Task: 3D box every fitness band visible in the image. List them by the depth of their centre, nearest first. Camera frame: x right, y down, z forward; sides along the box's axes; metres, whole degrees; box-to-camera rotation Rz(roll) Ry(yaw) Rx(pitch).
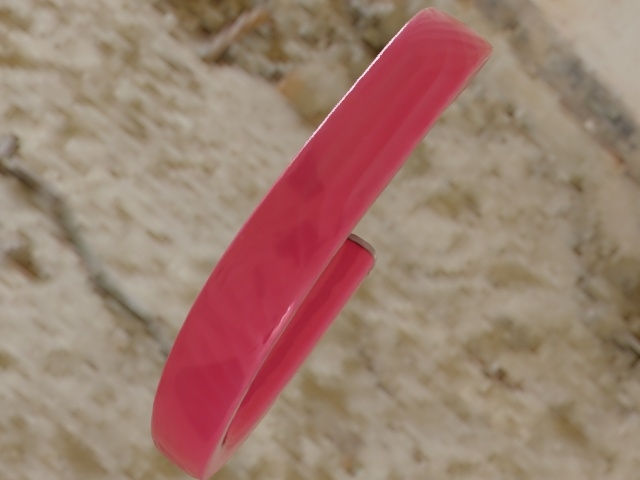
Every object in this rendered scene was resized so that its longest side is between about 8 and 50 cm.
[{"bbox_3d":[0.000,0.000,1.022,0.054,0.209,0.291,34,53,4],"label":"fitness band"}]
